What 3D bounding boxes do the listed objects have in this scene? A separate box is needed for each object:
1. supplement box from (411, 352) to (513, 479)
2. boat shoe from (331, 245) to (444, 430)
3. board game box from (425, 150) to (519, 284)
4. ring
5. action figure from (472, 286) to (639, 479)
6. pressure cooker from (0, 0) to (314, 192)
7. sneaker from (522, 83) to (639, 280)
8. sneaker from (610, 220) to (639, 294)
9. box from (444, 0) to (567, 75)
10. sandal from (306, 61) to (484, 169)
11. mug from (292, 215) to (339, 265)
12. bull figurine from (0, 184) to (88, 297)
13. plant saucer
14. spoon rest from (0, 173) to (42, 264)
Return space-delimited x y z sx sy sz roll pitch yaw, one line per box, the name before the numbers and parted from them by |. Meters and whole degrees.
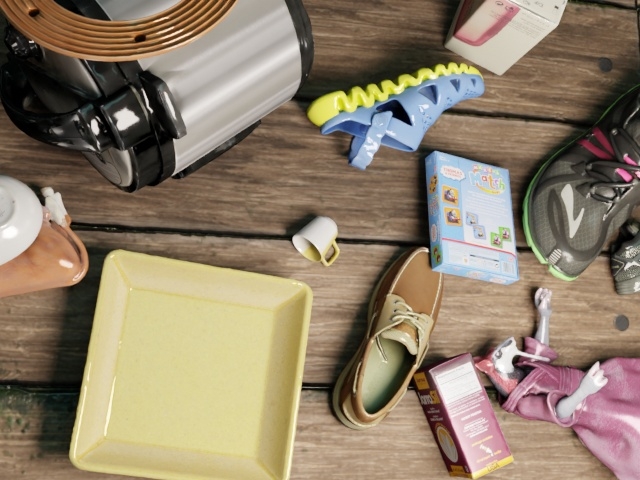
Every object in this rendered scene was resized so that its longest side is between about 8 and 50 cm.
supplement box | 0.230 0.289 1.565 0.081 0.104 0.188 -20 84 -17
boat shoe | 0.130 0.161 1.557 0.122 0.120 0.324 26 74 -8
board game box | 0.261 -0.039 1.638 0.160 0.039 0.211 11 65 -25
ring | -0.259 -0.360 1.235 0.337 0.032 0.336 2 61 -3
action figure | 0.421 0.265 1.615 0.370 0.248 0.275 14 118 1
pressure cooker | -0.272 -0.281 1.416 0.420 0.370 0.375 -36 86 -22
sneaker | 0.528 -0.137 1.679 0.185 0.202 0.483 40 72 -3
sneaker | 0.629 0.011 1.735 0.227 0.087 0.130 -15 89 -12
box | 0.333 -0.417 1.669 0.127 0.232 0.148 25 74 -8
sandal | 0.141 -0.215 1.646 0.317 0.126 0.138 -19 87 -9
mug | -0.003 -0.003 1.598 0.062 0.078 0.064 27 60 26
bull figurine | -0.513 0.022 1.429 0.310 0.101 0.188 -10 80 -16
plant saucer | -0.198 0.206 1.484 0.333 0.081 0.333 11 76 -13
spoon rest | -0.515 0.011 1.350 0.137 0.084 0.276 38 57 1
